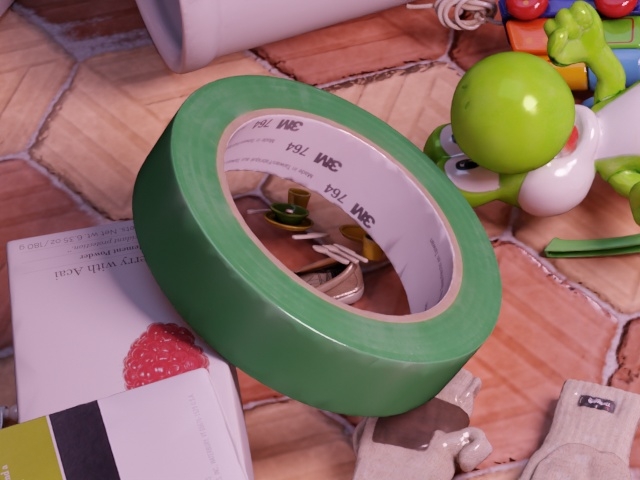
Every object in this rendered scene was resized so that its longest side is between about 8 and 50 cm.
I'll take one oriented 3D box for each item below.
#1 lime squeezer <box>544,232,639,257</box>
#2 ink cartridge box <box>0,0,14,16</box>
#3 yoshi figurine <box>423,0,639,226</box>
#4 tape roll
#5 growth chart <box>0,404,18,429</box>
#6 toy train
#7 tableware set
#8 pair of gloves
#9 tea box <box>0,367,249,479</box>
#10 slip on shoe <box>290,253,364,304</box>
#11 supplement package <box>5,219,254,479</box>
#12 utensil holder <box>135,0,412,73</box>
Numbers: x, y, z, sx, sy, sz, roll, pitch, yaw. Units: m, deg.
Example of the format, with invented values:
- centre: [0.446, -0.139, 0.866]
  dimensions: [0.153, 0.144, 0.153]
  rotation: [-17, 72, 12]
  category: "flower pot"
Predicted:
- centre: [0.356, 0.032, 1.762]
  dimensions: [0.310, 0.059, 0.110]
  rotation: [30, 57, 29]
  category: "lime squeezer"
- centre: [-0.556, -0.275, 2.071]
  dimensions: [0.395, 0.166, 0.285]
  rotation: [10, 41, 16]
  category: "ink cartridge box"
- centre: [0.268, -0.110, 1.770]
  dimensions: [0.362, 0.203, 0.203]
  rotation: [-11, 24, 4]
  category: "yoshi figurine"
- centre: [0.000, 0.000, 1.672]
  dimensions: [0.321, 0.077, 0.321]
  rotation: [24, 37, -20]
  category: "tape roll"
- centre: [-0.326, 0.231, 1.695]
  dimensions: [0.172, 0.021, 0.237]
  rotation: [-10, 46, 0]
  category: "growth chart"
- centre: [0.202, -0.171, 1.954]
  dimensions: [0.248, 0.105, 0.143]
  rotation: [0, 64, 14]
  category: "toy train"
- centre: [0.014, -0.016, 1.844]
  dimensions: [0.104, 0.024, 0.154]
  rotation: [-4, 22, -41]
  category: "tableware set"
- centre: [0.141, 0.192, 1.653]
  dimensions: [0.240, 0.042, 0.204]
  rotation: [7, 45, 11]
  category: "pair of gloves"
- centre: [-0.181, 0.308, 1.394]
  dimensions: [0.323, 0.329, 0.220]
  rotation: [-17, 48, -6]
  category: "tea box"
- centre: [-0.027, 0.046, 1.809]
  dimensions: [0.135, 0.041, 0.051]
  rotation: [-12, 47, -4]
  category: "slip on shoe"
- centre: [-0.153, 0.146, 1.642]
  dimensions: [0.177, 0.175, 0.293]
  rotation: [-10, 47, -3]
  category: "supplement package"
- centre: [-0.007, -0.371, 2.006]
  dimensions: [0.385, 0.328, 0.328]
  rotation: [-16, 47, -12]
  category: "utensil holder"
